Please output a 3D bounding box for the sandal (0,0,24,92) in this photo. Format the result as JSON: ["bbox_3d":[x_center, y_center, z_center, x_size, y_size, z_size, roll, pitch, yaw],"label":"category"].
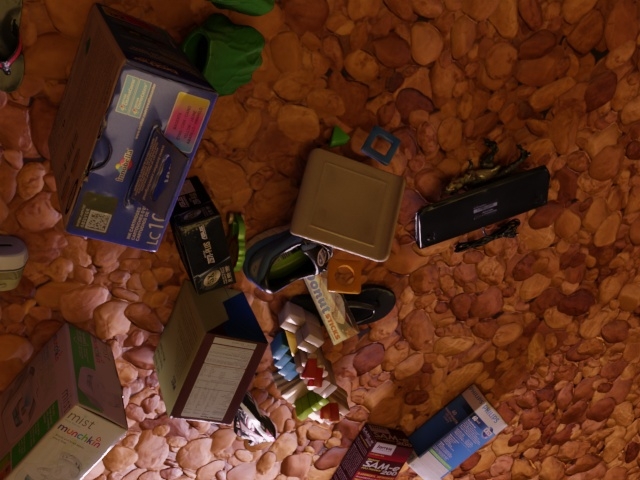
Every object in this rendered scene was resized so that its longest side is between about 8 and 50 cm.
[{"bbox_3d":[-0.504,-0.320,1.242,0.067,0.040,0.179,1,117,-23],"label":"sandal"}]

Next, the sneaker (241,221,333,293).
[{"bbox_3d":[0.000,0.000,1.564,0.330,0.147,0.130,-38,125,-1],"label":"sneaker"}]

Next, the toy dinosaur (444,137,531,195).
[{"bbox_3d":[0.385,-0.156,1.687,0.268,0.064,0.118,-5,134,-20],"label":"toy dinosaur"}]

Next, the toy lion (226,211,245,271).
[{"bbox_3d":[-0.165,0.006,1.531,0.034,0.096,0.100,5,115,-24],"label":"toy lion"}]

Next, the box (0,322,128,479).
[{"bbox_3d":[-0.494,0.330,1.479,0.231,0.262,0.126,-46,124,8],"label":"box"}]

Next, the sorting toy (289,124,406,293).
[{"bbox_3d":[0.051,-0.063,1.497,0.195,0.047,0.348,17,72,-8],"label":"sorting toy"}]

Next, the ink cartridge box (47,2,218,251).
[{"bbox_3d":[-0.297,-0.168,1.197,0.151,0.395,0.270,15,112,-28],"label":"ink cartridge box"}]

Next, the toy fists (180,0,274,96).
[{"bbox_3d":[-0.148,-0.374,1.308,0.142,0.096,0.279,-10,124,-49],"label":"toy fists"}]

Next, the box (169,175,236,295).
[{"bbox_3d":[-0.227,-0.012,1.444,0.077,0.180,0.147,-18,124,-14],"label":"box"}]

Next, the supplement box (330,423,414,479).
[{"bbox_3d":[0.120,0.587,1.988,0.130,0.073,0.239,18,109,-30],"label":"supplement box"}]

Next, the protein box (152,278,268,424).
[{"bbox_3d":[-0.225,0.222,1.564,0.136,0.200,0.201,15,111,-28],"label":"protein box"}]

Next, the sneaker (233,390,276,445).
[{"bbox_3d":[-0.170,0.410,1.775,0.077,0.072,0.178,-26,119,6],"label":"sneaker"}]

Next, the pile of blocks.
[{"bbox_3d":[-0.036,0.304,1.722,0.148,0.113,0.362,-18,127,1],"label":"pile of blocks"}]

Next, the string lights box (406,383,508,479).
[{"bbox_3d":[0.343,0.507,2.031,0.259,0.077,0.133,-40,125,3],"label":"string lights box"}]

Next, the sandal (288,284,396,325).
[{"bbox_3d":[0.051,0.159,1.729,0.254,0.054,0.097,-7,120,-19],"label":"sandal"}]

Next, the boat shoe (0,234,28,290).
[{"bbox_3d":[-0.663,0.046,1.346,0.302,0.109,0.094,3,118,-27],"label":"boat shoe"}]

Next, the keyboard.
[{"bbox_3d":[0.357,-0.053,1.727,0.317,0.033,0.202,-18,137,-7],"label":"keyboard"}]

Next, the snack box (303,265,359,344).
[{"bbox_3d":[0.019,0.131,1.676,0.064,0.022,0.178,-25,97,-8],"label":"snack box"}]
